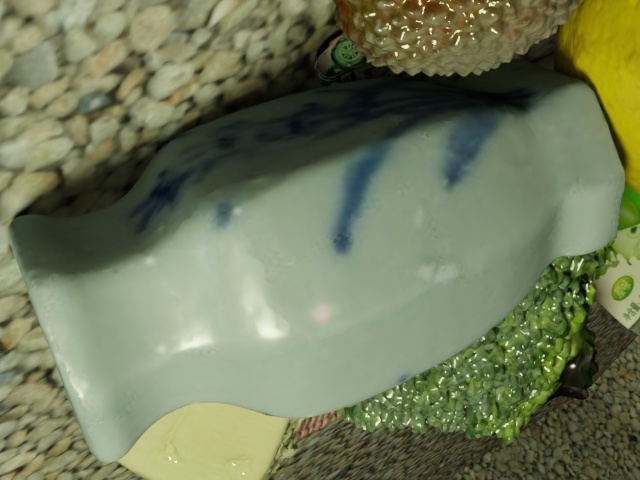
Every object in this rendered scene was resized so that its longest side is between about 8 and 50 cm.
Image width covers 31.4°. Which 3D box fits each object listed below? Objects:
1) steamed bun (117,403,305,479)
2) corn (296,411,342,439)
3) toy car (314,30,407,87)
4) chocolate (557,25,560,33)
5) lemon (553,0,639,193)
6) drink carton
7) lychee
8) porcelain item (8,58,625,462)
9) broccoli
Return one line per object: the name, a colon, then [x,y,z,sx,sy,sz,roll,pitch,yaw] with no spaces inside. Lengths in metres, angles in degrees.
steamed bun: [-0.084,0.104,1.017,0.225,0.200,0.170,-56,-167,32]
corn: [-0.007,0.166,1.347,0.126,0.126,0.335,-51,158,27]
toy car: [0.062,-0.157,0.894,0.142,0.055,0.069,-25,158,-1]
chocolate: [0.223,-0.252,1.001,0.086,0.028,0.182,-43,148,2]
lemon: [0.302,-0.143,0.827,0.261,0.260,0.284,-23,161,-36]
drink carton: [0.293,-0.054,1.183,0.108,0.271,0.161,-29,156,-37]
lychee: [0.094,-0.191,0.734,0.197,0.165,0.165,-47,159,0]
porcelain item: [0.000,0.000,0.813,0.405,0.242,0.178,-20,114,-14]
broccoli: [0.124,0.032,1.084,0.277,0.338,0.317,-7,176,-6]
